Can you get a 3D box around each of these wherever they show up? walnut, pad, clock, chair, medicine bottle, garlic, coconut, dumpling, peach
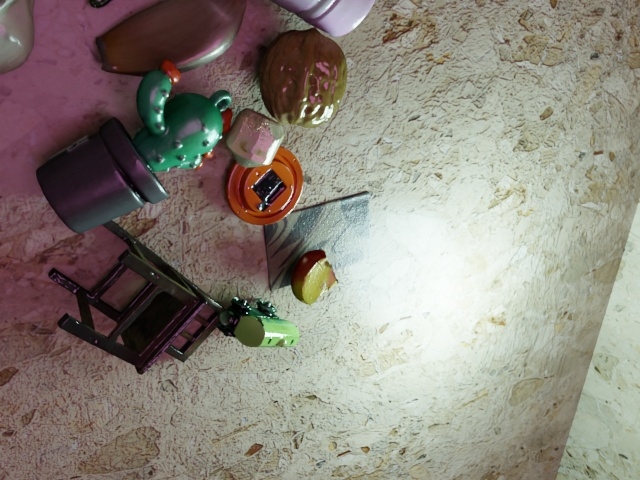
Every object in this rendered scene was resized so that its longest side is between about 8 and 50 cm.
[{"bbox_3d":[-0.037,-0.359,1.230,0.213,0.213,0.213,-13,118,-27],"label":"walnut"},{"bbox_3d":[0.000,0.000,1.533,0.330,0.004,0.220,-17,120,-25],"label":"pad"},{"bbox_3d":[-0.133,-0.134,1.359,0.205,0.051,0.205,-13,117,-28],"label":"clock"},{"bbox_3d":[-0.356,0.167,1.236,0.203,0.241,0.416,-49,127,-7],"label":"chair"},{"bbox_3d":[-0.051,-0.569,1.115,0.316,0.202,0.202,17,102,-37],"label":"medicine bottle"},{"bbox_3d":[-0.282,-0.399,1.102,0.318,0.112,0.143,-25,88,-16],"label":"garlic"},{"bbox_3d":[-0.150,-0.221,1.239,0.116,0.116,0.122,16,108,-36],"label":"coconut"},{"bbox_3d":[-0.553,-0.348,0.925,0.216,0.166,0.126,-25,103,-18],"label":"dumpling"},{"bbox_3d":[-0.023,0.097,1.487,0.151,0.118,0.151,-38,166,-11],"label":"peach"}]

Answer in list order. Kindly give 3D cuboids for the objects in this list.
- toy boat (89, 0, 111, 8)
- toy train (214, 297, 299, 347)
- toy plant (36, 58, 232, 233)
[{"bbox_3d":[-0.371,-0.522,1.031,0.210,0.052,0.104,-42,125,-11],"label":"toy boat"},{"bbox_3d":[-0.147,0.219,1.405,0.105,0.157,0.253,-61,156,1],"label":"toy train"},{"bbox_3d":[-0.345,-0.181,1.108,0.400,0.185,0.279,-31,133,-9],"label":"toy plant"}]
